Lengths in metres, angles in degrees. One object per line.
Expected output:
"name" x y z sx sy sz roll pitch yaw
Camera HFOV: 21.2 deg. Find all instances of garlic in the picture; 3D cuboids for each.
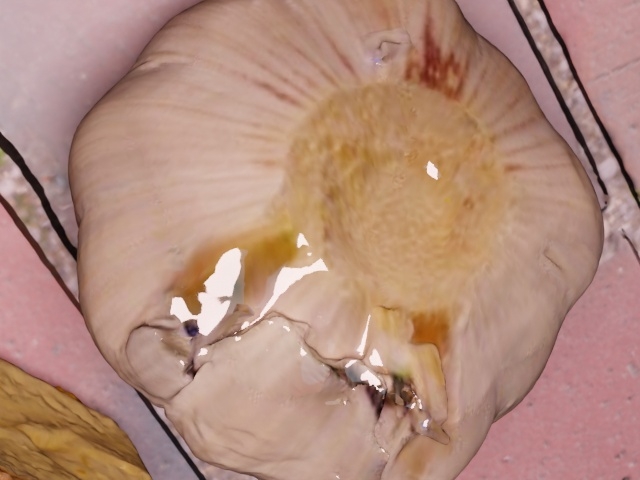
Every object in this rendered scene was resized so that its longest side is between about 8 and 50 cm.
"garlic" 0.007 -0.007 0.967 0.322 0.241 0.322 14 71 -47

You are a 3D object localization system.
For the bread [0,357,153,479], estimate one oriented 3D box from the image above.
"bread" -0.257 0.194 0.964 0.279 0.207 0.279 26 98 -26
